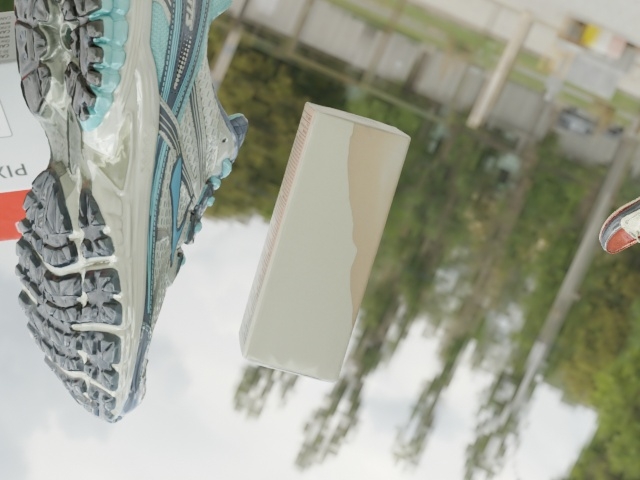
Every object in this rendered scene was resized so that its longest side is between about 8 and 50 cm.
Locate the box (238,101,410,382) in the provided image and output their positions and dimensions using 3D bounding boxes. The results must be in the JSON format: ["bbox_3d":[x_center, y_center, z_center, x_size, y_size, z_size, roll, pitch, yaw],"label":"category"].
[{"bbox_3d":[0.000,0.000,1.944,0.121,0.311,0.148,15,-171,-8],"label":"box"}]

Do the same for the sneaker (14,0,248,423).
[{"bbox_3d":[-0.095,-0.030,0.912,0.122,0.283,0.110,-11,-155,-37],"label":"sneaker"}]

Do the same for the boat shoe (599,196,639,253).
[{"bbox_3d":[0.370,-0.023,1.822,0.049,0.137,0.043,18,-135,-34],"label":"boat shoe"}]

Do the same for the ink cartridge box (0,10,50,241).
[{"bbox_3d":[-0.309,-0.047,1.147,0.275,0.239,0.060,-7,-130,2],"label":"ink cartridge box"}]
